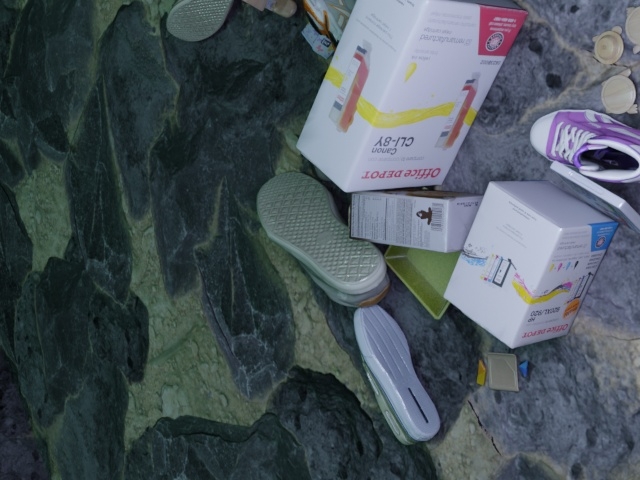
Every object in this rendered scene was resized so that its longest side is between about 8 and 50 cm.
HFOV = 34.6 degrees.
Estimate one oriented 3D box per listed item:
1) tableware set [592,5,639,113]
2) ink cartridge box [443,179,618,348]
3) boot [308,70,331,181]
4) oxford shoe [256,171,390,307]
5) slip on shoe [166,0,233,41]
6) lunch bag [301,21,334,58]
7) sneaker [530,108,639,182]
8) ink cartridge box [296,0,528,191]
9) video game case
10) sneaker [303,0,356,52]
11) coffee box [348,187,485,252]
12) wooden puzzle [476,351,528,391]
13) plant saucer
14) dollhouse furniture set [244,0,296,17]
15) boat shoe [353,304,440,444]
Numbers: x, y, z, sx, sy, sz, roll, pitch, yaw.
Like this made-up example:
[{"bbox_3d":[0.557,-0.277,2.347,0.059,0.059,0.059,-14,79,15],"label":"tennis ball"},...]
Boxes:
[{"bbox_3d":[0.509,-0.293,1.674,0.141,0.020,0.168,-21,80,49],"label":"tableware set"},{"bbox_3d":[0.357,0.037,1.757,0.168,0.171,0.232,39,121,39],"label":"ink cartridge box"},{"bbox_3d":[0.062,-0.230,2.130,0.161,0.083,0.246,17,108,40],"label":"boot"},{"bbox_3d":[0.000,0.000,2.171,0.449,0.169,0.130,45,168,44],"label":"oxford shoe"},{"bbox_3d":[-0.264,-0.588,2.443,0.331,0.123,0.101,-41,31,47],"label":"slip on shoe"},{"bbox_3d":[0.009,-0.439,2.185,0.083,0.053,0.071,56,132,16],"label":"lunch bag"},{"bbox_3d":[0.430,-0.157,1.671,0.282,0.161,0.102,20,109,46],"label":"sneaker"},{"bbox_3d":[0.163,-0.288,1.864,0.160,0.279,0.384,46,126,34],"label":"ink cartridge box"},{"bbox_3d":[0.456,-0.065,1.657,0.143,0.157,0.019,38,96,39],"label":"video game case"},{"bbox_3d":[0.070,-0.431,2.074,0.262,0.121,0.099,57,175,24],"label":"sneaker"},{"bbox_3d":[0.186,-0.042,1.894,0.246,0.141,0.098,9,100,48],"label":"coffee box"},{"bbox_3d":[0.340,0.244,1.913,0.116,0.014,0.078,7,103,47],"label":"wooden puzzle"},{"bbox_3d":[0.228,0.024,1.991,0.188,0.045,0.188,50,127,33],"label":"plant saucer"},{"bbox_3d":[-0.073,-0.593,2.148,0.161,0.212,0.242,32,99,29],"label":"dollhouse furniture set"},{"bbox_3d":[0.134,0.274,2.074,0.094,0.109,0.302,-42,65,45],"label":"boat shoe"}]
